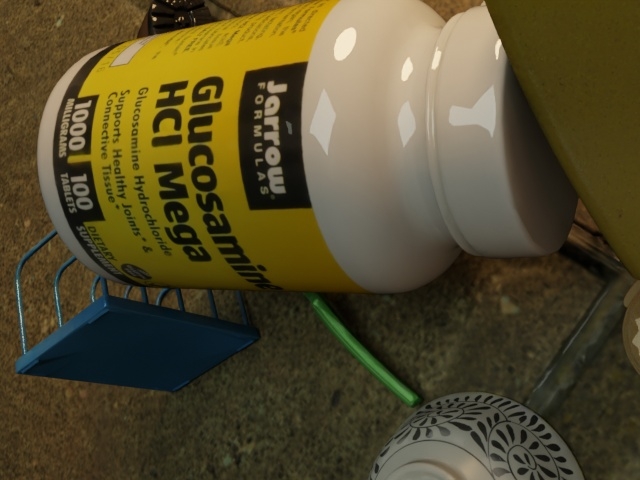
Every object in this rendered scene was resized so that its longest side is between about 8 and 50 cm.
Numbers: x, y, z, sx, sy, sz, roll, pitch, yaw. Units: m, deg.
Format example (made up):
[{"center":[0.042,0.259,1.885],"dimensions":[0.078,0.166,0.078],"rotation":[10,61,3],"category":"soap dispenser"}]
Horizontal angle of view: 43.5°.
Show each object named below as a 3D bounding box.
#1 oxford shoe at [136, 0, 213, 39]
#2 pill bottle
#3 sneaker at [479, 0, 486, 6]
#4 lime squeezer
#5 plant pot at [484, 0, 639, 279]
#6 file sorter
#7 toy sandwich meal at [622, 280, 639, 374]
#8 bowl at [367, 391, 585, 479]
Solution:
[{"center":[-0.148,-0.128,0.805],"dimensions":[0.096,0.082,0.227],"rotation":[-18,69,57],"category":"oxford shoe"},{"center":[-0.013,-0.059,0.533],"dimensions":[0.333,0.188,0.188],"rotation":[-1,78,34],"category":"pill bottle"},{"center":[0.174,-0.161,0.559],"dimensions":[0.095,0.090,0.235],"rotation":[45,114,27],"category":"sneaker"},{"center":[0.000,0.000,0.675],"dimensions":[0.109,0.059,0.311],"rotation":[-13,67,3],"category":"lime squeezer"},{"center":[0.229,-0.093,0.403],"dimensions":[0.212,0.212,0.187],"rotation":[-2,116,37],"category":"plant pot"},{"center":[-0.163,0.055,0.701],"dimensions":[0.118,0.170,0.105],"rotation":[-34,58,26],"category":"file sorter"},{"center":[0.226,0.056,0.495],"dimensions":[0.085,0.029,0.086],"rotation":[-6,78,32],"category":"toy sandwich meal"},{"center":[0.086,0.185,0.536],"dimensions":[0.170,0.080,0.170],"rotation":[-11,72,35],"category":"bowl"}]
